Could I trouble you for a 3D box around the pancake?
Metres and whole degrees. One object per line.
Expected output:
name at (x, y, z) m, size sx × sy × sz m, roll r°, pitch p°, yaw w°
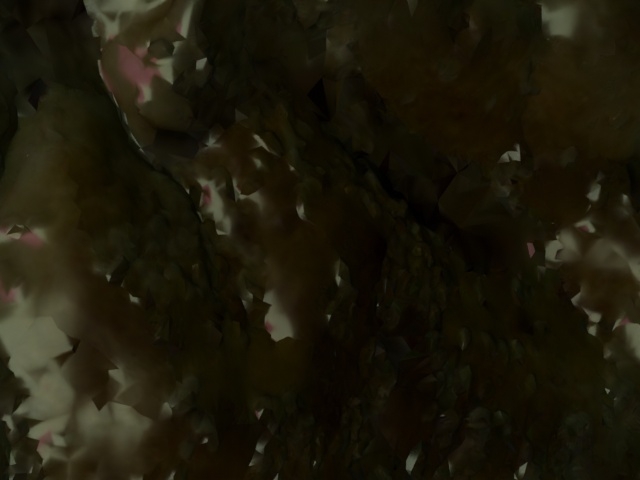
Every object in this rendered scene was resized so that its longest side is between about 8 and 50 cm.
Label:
pancake at (0.000, 0.001, 0.689) m, size 0.386 × 0.082 × 0.387 m, roll -3°, pitch 94°, yaw -35°
